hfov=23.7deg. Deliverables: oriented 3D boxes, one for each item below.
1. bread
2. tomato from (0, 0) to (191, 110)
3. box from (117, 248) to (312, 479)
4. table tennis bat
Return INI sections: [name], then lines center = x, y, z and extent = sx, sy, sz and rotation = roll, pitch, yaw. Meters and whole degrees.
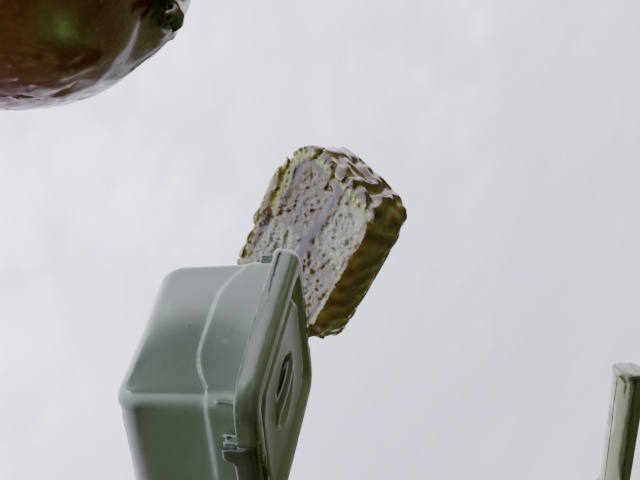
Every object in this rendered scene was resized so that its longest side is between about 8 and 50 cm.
[bread]
center = 0.000, 0.000, 1.924
extent = 0.096, 0.181, 0.222
rotation = 1, -56, -52
[tomato]
center = -0.211, -0.222, 0.915
extent = 0.303, 0.239, 0.304
rotation = -10, -90, -71
[box]
center = -0.065, 0.093, 0.965
extent = 0.172, 0.092, 0.124
rotation = -74, -17, -55
[table tennis bat]
center = 0.191, 0.201, 1.011
extent = 0.138, 0.022, 0.247
rotation = -122, 35, -71
